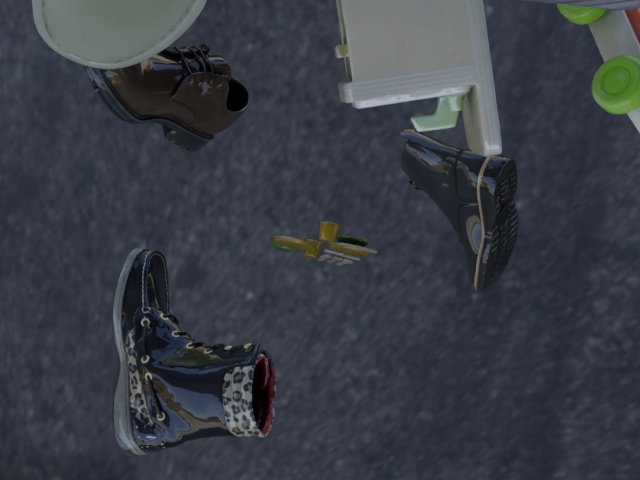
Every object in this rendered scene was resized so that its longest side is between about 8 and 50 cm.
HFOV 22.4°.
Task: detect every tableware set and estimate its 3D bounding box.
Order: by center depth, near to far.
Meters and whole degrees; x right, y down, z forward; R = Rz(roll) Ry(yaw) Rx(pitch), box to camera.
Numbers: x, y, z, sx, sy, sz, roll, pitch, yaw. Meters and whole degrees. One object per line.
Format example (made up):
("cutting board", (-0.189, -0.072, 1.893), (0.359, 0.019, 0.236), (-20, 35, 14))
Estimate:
("tableware set", (0.000, 0.000, 1.860), (0.104, 0.154, 0.024), (14, 80, -13))

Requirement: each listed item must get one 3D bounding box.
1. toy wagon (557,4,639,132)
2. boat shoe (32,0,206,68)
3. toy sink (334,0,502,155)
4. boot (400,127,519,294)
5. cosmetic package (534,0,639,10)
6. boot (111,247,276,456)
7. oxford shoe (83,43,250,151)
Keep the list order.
("toy wagon", (0.340, -0.188, 1.683), (0.068, 0.267, 0.344), (-31, 54, 23))
("boat shoe", (-0.126, -0.260, 1.176), (0.127, 0.340, 0.113), (14, 55, -9))
("toy sink", (0.076, -0.186, 1.462), (0.131, 0.153, 0.234), (-9, 97, 0))
("boot", (0.157, -0.040, 1.895), (0.137, 0.197, 0.077), (23, 44, 25))
("cosmetic package", (0.178, -0.236, 0.945), (0.151, 0.151, 0.183), (-3, 92, -39))
("boot", (-0.137, 0.116, 1.785), (0.179, 0.085, 0.236), (-7, 72, 24))
("oxford shoe", (-0.137, -0.151, 1.458), (0.096, 0.227, 0.082), (-29, 72, 19))
